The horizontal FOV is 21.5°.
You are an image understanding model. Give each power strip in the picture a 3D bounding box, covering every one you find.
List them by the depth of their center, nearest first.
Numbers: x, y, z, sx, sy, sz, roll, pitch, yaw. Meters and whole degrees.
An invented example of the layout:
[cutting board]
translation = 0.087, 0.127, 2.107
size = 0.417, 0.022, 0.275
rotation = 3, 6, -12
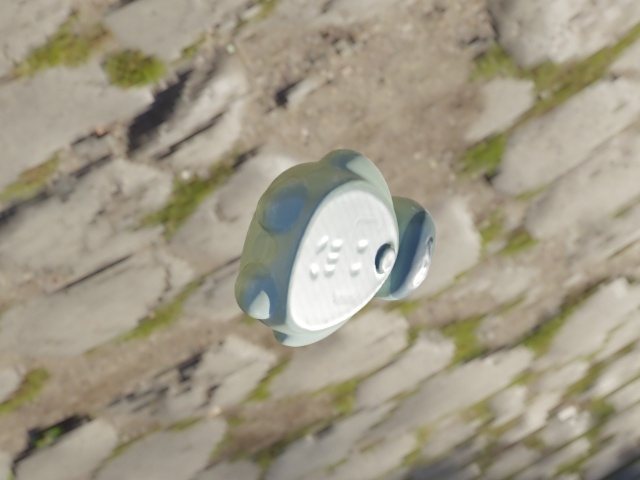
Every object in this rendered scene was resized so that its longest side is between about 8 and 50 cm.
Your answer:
[power strip]
translation = 0.000, 0.000, 0.459
size = 0.083, 0.035, 0.055
rotation = 0, 109, -58
